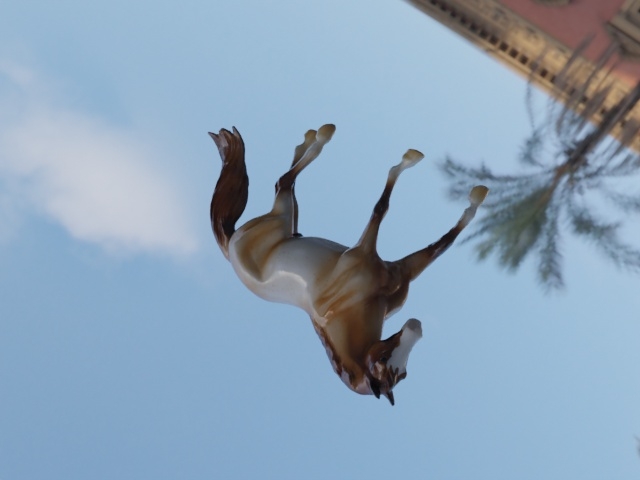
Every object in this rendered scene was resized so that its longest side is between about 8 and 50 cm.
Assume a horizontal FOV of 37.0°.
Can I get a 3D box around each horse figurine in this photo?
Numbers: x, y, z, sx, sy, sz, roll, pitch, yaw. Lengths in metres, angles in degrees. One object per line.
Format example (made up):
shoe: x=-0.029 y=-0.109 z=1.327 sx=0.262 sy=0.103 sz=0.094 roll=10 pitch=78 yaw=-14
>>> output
horse figurine: x=0.000 y=0.000 z=0.721 sx=0.263 sy=0.174 sz=0.066 roll=24 pitch=170 yaw=36
